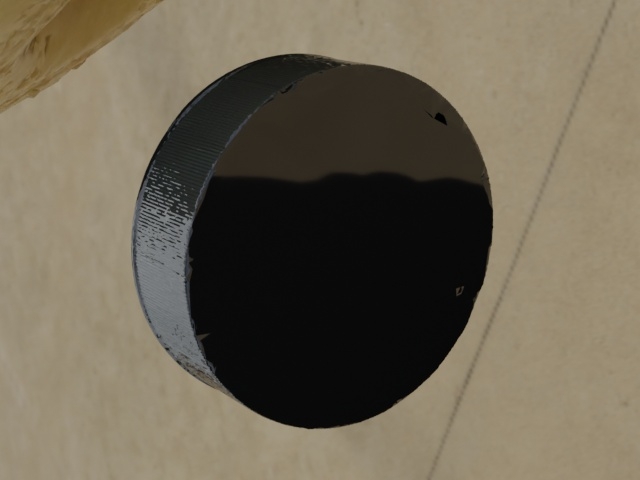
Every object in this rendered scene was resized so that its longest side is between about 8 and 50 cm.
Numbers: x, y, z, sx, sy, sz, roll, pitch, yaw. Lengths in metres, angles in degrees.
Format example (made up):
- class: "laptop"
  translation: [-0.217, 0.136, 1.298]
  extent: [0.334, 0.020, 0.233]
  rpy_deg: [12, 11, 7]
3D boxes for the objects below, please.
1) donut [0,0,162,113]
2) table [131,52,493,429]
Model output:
- class: "donut"
  translation: [-0.143, -0.198, 0.547]
  extent: [0.198, 0.449, 0.449]
  rpy_deg: [49, 148, -8]
- class: "table"
  translation: [0.000, 0.000, 0.426]
  extent: [0.043, 0.133, 0.133]
  rpy_deg: [20, 116, 54]
